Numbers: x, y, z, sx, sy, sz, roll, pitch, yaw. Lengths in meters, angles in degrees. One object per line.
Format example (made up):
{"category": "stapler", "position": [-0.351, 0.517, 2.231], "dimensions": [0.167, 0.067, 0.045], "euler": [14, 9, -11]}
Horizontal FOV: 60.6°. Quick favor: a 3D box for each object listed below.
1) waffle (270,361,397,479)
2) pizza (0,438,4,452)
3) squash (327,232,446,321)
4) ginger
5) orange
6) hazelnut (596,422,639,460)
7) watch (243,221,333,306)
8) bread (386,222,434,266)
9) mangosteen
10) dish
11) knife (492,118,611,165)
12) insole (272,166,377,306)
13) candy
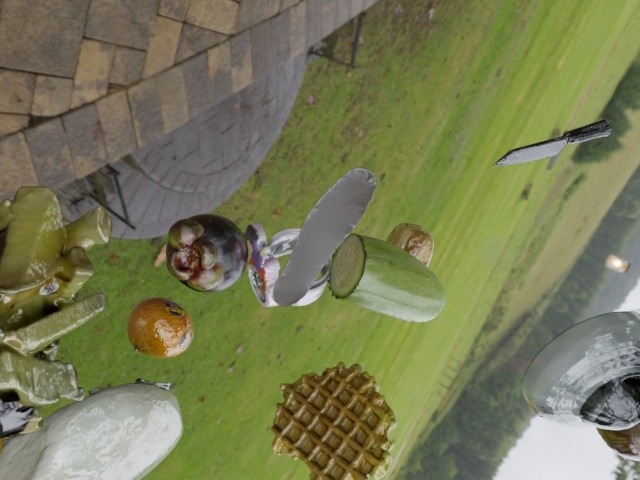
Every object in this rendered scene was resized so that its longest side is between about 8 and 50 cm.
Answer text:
{"category": "waffle", "position": [0.020, 0.408, 1.192], "dimensions": [0.281, 0.301, 0.058], "euler": [-32, 137, 1]}
{"category": "pizza", "position": [-0.731, 0.369, 1.057], "dimensions": [0.181, 0.262, 0.034], "euler": [-44, 174, -26]}
{"category": "squash", "position": [0.172, 0.101, 1.409], "dimensions": [0.260, 0.189, 0.189], "euler": [16, 106, -24]}
{"category": "ginger", "position": [-0.467, 0.131, 0.954], "dimensions": [0.211, 0.358, 0.413], "euler": [-4, 112, -25]}
{"category": "orange", "position": [-0.421, 0.232, 1.444], "dimensions": [0.155, 0.177, 0.177], "euler": [-63, 157, -13]}
{"category": "hazelnut", "position": [0.828, 0.475, 1.467], "dimensions": [0.181, 0.212, 0.181], "euler": [-16, 179, -26]}
{"category": "watch", "position": [-0.086, 0.052, 1.542], "dimensions": [0.231, 0.244, 0.196], "euler": [-17, 155, -21]}
{"category": "bread", "position": [0.245, 0.065, 1.632], "dimensions": [0.236, 0.140, 0.106], "euler": [-65, -161, 15]}
{"category": "mangosteen", "position": [-0.272, 0.032, 1.307], "dimensions": [0.210, 0.210, 0.210], "euler": [-45, 152, -32]}
{"category": "dish", "position": [0.522, 0.270, 0.982], "dimensions": [0.273, 0.134, 0.273], "euler": [-7, 127, -10]}
{"category": "knife", "position": [0.407, -0.164, 0.969], "dimensions": [0.230, 0.028, 0.060], "euler": [-17, 152, -12]}
{"category": "insole", "position": [0.000, 0.000, 1.036], "dimensions": [0.111, 0.007, 0.328], "euler": [17, 116, -34]}
{"category": "candy", "position": [-0.477, 0.466, 1.214], "dimensions": [0.386, 0.186, 0.427], "euler": [-36, 158, 8]}
